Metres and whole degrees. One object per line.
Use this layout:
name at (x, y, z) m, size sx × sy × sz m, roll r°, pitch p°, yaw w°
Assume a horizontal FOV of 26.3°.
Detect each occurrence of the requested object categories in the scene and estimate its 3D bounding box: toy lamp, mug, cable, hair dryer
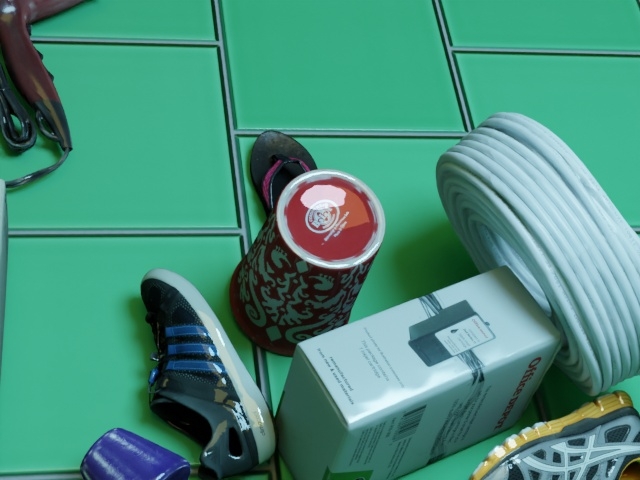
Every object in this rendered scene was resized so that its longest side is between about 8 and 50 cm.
toy lamp at (-0.071, 0.245, 1.049) m, size 0.275 × 0.080 × 0.080 m, roll 36°, pitch 54°, yaw 15°
mug at (-0.010, 0.001, 1.174) m, size 0.113 × 0.169 × 0.150 m, roll 6°, pitch 64°, yaw -10°
cable at (0.196, 0.013, 1.180) m, size 0.089 × 0.257 × 0.257 m, roll -34°, pitch 97°, yaw -7°
hair dryer at (-0.307, -0.190, 1.358) m, size 0.224 × 0.080 × 0.293 m, roll 34°, pitch 58°, yaw -5°

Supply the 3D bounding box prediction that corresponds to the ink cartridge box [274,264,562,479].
ink cartridge box at (0.077, 0.121, 1.128) m, size 0.208 × 0.153 × 0.087 m, roll -18°, pitch 59°, yaw -25°

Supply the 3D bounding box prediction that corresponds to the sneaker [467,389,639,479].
sneaker at (0.199, 0.197, 1.140) m, size 0.215 × 0.084 × 0.083 m, roll -21°, pitch 65°, yaw -26°

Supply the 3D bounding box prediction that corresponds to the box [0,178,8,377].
box at (-0.316, 0.079, 1.116) m, size 0.113 × 0.094 × 0.275 m, roll 0°, pitch 52°, yaw -11°

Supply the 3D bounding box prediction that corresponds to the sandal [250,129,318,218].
sandal at (-0.027, -0.039, 1.300) m, size 0.067 × 0.040 × 0.179 m, roll -1°, pitch 53°, yaw -11°

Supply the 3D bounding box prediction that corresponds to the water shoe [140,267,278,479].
water shoe at (-0.114, 0.108, 1.149) m, size 0.080 × 0.073 × 0.203 m, roll -24°, pitch 60°, yaw -24°
